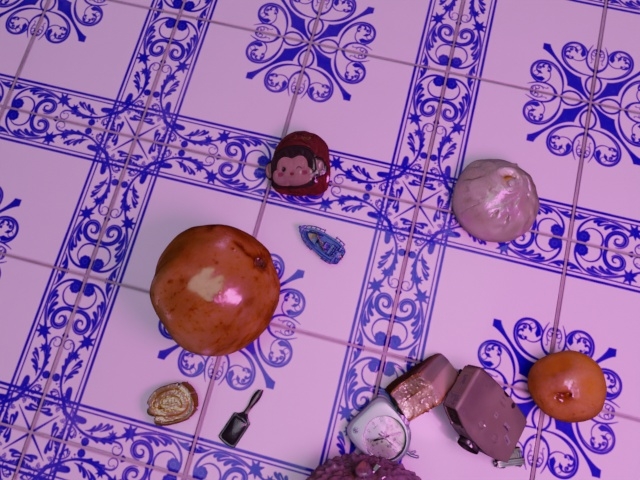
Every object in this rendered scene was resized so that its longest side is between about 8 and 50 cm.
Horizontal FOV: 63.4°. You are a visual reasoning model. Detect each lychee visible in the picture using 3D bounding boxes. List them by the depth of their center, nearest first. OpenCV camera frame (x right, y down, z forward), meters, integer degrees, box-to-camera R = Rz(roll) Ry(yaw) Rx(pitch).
[{"bbox_3d":[0.116,0.757,1.342,0.379,0.380,0.433,1,104,2],"label":"lychee"}]

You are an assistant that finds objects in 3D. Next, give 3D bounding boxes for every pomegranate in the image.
[{"bbox_3d":[-0.321,0.157,1.511,0.409,0.410,0.411,0,77,2],"label":"pomegranate"}]

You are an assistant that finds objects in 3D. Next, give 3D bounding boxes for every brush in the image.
[{"bbox_3d":[-0.235,0.535,1.578,0.062,0.016,0.194,33,80,7],"label":"brush"}]

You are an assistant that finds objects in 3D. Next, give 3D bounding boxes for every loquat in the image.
[{"bbox_3d":[0.707,0.415,1.485,0.207,0.208,0.208,0,77,2],"label":"loquat"}]

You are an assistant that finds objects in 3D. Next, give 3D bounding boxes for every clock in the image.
[{"bbox_3d":[0.189,0.584,1.530,0.159,0.066,0.211,-39,79,-7],"label":"clock"}]

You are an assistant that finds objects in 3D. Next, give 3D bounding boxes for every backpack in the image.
[{"bbox_3d":[-0.062,-0.253,1.699,0.229,0.139,0.230,-4,78,20],"label":"backpack"}]

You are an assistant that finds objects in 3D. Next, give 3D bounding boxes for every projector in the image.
[{"bbox_3d":[0.455,0.501,1.464,0.269,0.088,0.194,47,66,-20],"label":"projector"}]

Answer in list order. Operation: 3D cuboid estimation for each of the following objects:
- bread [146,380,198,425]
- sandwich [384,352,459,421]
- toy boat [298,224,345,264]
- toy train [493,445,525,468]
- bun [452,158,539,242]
[{"bbox_3d":[-0.449,0.495,1.570,0.156,0.064,0.118,-13,73,0],"label":"bread"},{"bbox_3d":[0.309,0.417,1.506,0.220,0.186,0.108,-32,81,-6],"label":"sandwich"},{"bbox_3d":[0.000,0.000,1.648,0.175,0.110,0.091,36,80,11],"label":"toy boat"},{"bbox_3d":[0.552,0.638,1.524,0.093,0.038,0.057,-7,71,0],"label":"toy train"},{"bbox_3d":[0.560,-0.134,1.627,0.282,0.179,0.284,0,80,2],"label":"bun"}]
